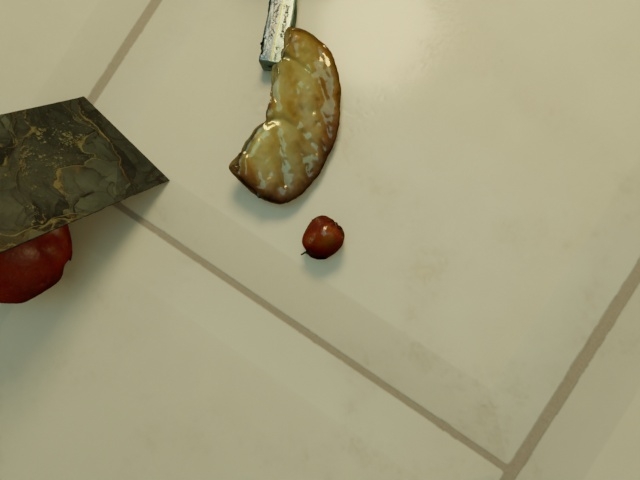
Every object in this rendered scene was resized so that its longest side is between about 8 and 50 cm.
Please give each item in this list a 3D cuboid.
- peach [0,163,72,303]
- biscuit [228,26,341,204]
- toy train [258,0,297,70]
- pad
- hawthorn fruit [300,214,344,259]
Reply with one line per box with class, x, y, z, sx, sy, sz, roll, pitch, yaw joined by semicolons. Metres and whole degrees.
peach;-0.558;-0.012;0.912;0.280;0.238;0.281;6;130;8
biscuit;-0.043;-0.209;0.951;0.154;0.045;0.300;23;90;-13
toy train;-0.066;-0.427;0.986;0.051;0.052;0.234;11;86;3
pad;-0.457;-0.122;0.880;0.247;0.367;0.007;43;129;8
hawthorn fruit;0.005;-0.003;0.934;0.077;0.077;0.077;0;85;6
